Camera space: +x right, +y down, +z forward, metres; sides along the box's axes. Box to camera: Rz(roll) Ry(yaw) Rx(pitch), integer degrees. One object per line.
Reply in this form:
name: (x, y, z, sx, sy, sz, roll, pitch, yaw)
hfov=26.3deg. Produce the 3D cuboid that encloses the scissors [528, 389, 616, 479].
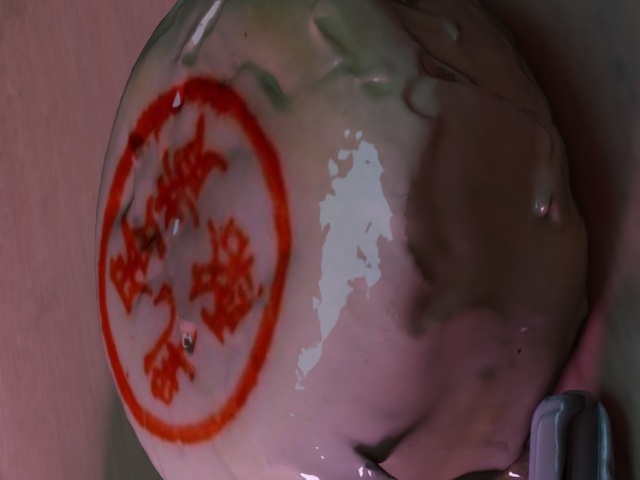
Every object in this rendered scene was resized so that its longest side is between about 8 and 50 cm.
scissors: (0.093, 0.158, 0.508, 0.101, 0.027, 0.204, -1, 89, 55)

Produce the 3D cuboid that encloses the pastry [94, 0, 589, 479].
pastry: (-0.001, -0.002, 0.577, 0.265, 0.133, 0.264, -13, 73, 53)
